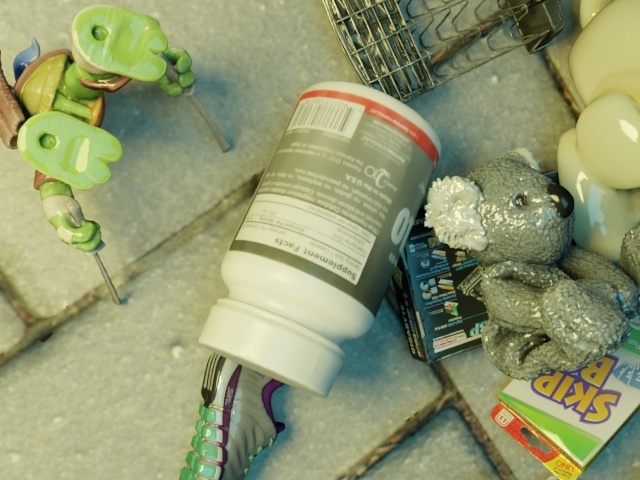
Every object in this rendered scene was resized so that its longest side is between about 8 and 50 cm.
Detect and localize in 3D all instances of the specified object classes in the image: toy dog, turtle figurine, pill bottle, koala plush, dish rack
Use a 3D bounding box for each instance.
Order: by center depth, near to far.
[{"bbox_3d":[-0.172,-0.091,0.676,0.198,0.266,0.274,-33,102,-14],"label":"turtle figurine"},{"bbox_3d":[0.467,-0.186,0.752,0.285,0.408,0.395,-6,82,-24],"label":"toy dog"},{"bbox_3d":[0.000,0.000,0.753,0.161,0.161,0.283,27,76,-13],"label":"pill bottle"},{"bbox_3d":[0.215,0.011,0.778,0.196,0.203,0.221,-27,82,-35],"label":"koala plush"},{"bbox_3d":[0.136,-0.277,0.851,0.271,0.074,0.208,-27,96,-11],"label":"dish rack"}]

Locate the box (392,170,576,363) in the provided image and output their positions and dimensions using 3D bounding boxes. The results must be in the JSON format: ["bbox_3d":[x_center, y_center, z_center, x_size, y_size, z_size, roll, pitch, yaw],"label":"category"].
[{"bbox_3d":[0.194,0.027,0.879,0.220,0.051,0.175,-16,95,-14],"label":"box"}]

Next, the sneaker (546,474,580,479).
[{"bbox_3d":[0.336,0.334,0.911,0.170,0.071,0.068,19,86,-13],"label":"sneaker"}]

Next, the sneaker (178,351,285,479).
[{"bbox_3d":[-0.088,0.228,0.796,0.098,0.083,0.223,14,87,-19],"label":"sneaker"}]

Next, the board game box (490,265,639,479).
[{"bbox_3d":[0.329,0.152,0.889,0.259,0.039,0.124,-45,57,-8],"label":"board game box"}]
